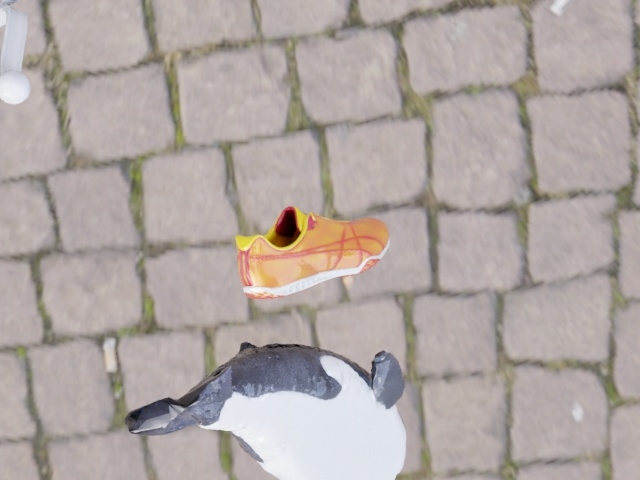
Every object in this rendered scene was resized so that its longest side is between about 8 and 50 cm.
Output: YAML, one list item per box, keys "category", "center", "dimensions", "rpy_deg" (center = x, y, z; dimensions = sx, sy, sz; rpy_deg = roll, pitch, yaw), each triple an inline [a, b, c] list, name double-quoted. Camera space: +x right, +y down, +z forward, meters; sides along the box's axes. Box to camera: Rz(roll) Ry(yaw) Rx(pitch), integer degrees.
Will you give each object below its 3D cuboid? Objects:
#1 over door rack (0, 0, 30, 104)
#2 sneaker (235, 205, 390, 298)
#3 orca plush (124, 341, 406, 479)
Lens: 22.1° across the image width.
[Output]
- category: "over door rack"
  center: [-0.252, -0.182, 0.963]
  dimensions: [0.239, 0.324, 0.108]
  rpy_deg: [22, 66, -27]
- category: "sneaker"
  center: [0.000, 0.000, 1.373]
  dimensions: [0.064, 0.175, 0.067]
  rpy_deg: [1, 102, 38]
- category: "orca plush"
  center: [-0.042, 0.121, 1.194]
  dimensions: [0.287, 0.102, 0.151]
  rpy_deg: [5, 117, -51]
